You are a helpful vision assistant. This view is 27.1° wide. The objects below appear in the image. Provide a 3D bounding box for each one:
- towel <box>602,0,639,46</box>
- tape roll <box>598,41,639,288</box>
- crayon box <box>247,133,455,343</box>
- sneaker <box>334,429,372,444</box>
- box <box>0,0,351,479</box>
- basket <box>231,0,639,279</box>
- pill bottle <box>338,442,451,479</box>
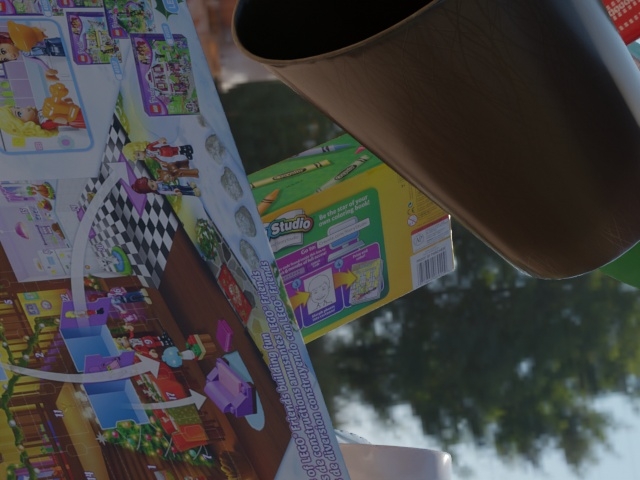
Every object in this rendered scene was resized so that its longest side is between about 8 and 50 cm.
[{"bbox_3d":[0.165,-0.263,0.947,0.275,0.031,0.199,51,-39,-5],"label":"towel"},{"bbox_3d":[0.250,-0.092,1.167,0.077,0.321,0.321,-55,-151,31],"label":"tape roll"},{"bbox_3d":[0.000,0.000,1.337,0.081,0.278,0.165,35,-39,48],"label":"crayon box"},{"bbox_3d":[-0.022,0.244,1.359,0.281,0.105,0.115,20,40,-45],"label":"sneaker"},{"bbox_3d":[-0.124,0.004,0.516,0.057,0.201,0.293,-59,-137,49],"label":"box"},{"bbox_3d":[0.094,-0.091,0.760,0.227,0.204,0.154,43,59,-34],"label":"basket"},{"bbox_3d":[0.023,0.306,0.905,0.181,0.181,0.323,104,-11,-76],"label":"pill bottle"}]
